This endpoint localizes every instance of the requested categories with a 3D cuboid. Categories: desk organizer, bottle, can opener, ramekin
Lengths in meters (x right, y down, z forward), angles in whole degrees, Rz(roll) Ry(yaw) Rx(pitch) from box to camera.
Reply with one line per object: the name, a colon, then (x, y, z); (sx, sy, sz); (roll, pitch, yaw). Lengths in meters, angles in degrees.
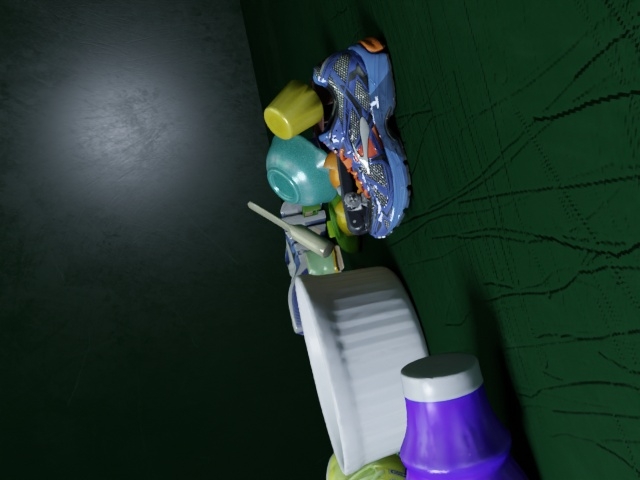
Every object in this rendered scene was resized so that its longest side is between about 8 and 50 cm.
desk organizer: (0.015, -0.189, 1.008); (0.130, 0.047, 0.050); (88, 163, -64)
bottle: (0.128, 0.240, 0.567); (0.092, 0.118, 0.283); (-142, 40, -84)
can opener: (0.045, -0.093, 0.849); (0.073, 0.059, 0.186); (47, -150, -72)
ramekin: (0.061, 0.168, 0.932); (0.277, 0.135, 0.277); (166, 90, -83)

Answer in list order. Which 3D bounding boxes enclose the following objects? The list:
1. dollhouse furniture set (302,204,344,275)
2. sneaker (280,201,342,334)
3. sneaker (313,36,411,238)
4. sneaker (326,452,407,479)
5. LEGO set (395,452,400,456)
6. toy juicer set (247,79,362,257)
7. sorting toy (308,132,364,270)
dollhouse furniture set: (0.000, 0.000, 1.390); (0.058, 0.076, 0.152); (117, 140, -81)
sneaker: (-0.017, 0.068, 1.547); (0.182, 0.127, 0.316); (83, 179, -68)
sneaker: (0.043, -0.108, 0.749); (0.083, 0.087, 0.221); (-129, 27, -77)
sneaker: (0.094, 0.360, 0.868); (0.147, 0.145, 0.384); (54, 172, -22)
LEGO set: (0.104, 0.282, 1.120); (0.132, 0.107, 0.287); (16, -131, -57)
toy juicer set: (-0.003, -0.084, 1.031); (0.209, 0.089, 0.329); (41, 153, 9)
sorting toy: (0.001, -0.003, 1.161); (0.127, 0.126, 0.366); (-154, 51, -82)
